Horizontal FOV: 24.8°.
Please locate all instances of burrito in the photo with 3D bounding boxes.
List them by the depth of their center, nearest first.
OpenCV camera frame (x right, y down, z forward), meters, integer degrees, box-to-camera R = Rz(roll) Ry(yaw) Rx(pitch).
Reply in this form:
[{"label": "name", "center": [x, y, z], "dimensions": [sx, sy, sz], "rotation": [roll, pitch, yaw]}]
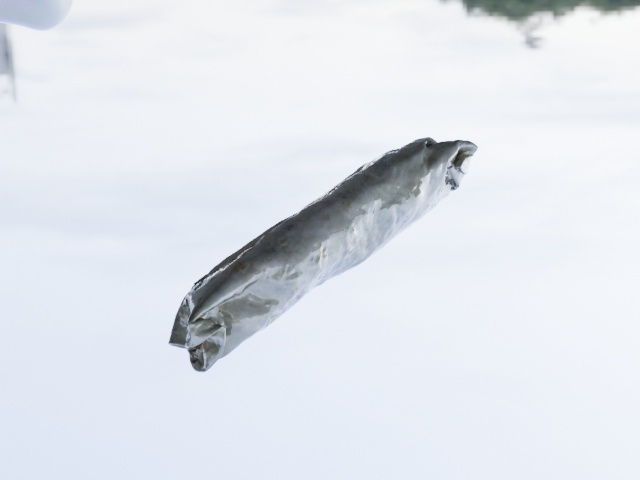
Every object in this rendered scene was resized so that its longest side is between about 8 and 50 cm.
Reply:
[{"label": "burrito", "center": [0.000, 0.000, 1.004], "dimensions": [0.275, 0.059, 0.082], "rotation": [-35, 174, -32]}]

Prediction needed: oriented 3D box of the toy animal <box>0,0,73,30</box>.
[{"label": "toy animal", "center": [-0.286, -0.325, 1.491], "dimensions": [0.267, 0.212, 0.212], "rotation": [-27, -167, 7]}]
